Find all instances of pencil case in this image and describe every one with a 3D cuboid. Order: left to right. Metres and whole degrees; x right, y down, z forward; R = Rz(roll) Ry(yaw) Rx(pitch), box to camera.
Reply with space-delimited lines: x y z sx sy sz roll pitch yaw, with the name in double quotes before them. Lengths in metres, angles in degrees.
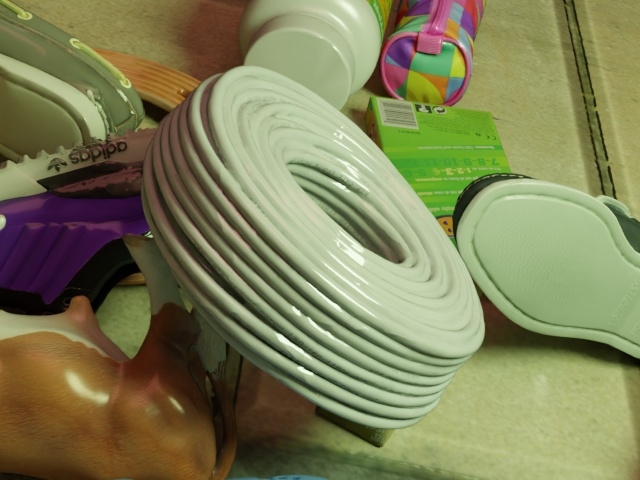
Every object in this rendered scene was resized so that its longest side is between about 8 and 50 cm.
"pencil case" 0.122 -0.229 1.384 0.104 0.104 0.236 15 37 0

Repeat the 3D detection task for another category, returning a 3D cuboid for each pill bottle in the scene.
"pill bottle" -0.004 -0.214 1.285 0.136 0.136 0.246 15 36 0

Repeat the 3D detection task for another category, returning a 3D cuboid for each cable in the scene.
"cable" 0.000 0.000 0.862 0.257 0.089 0.257 41 21 -8

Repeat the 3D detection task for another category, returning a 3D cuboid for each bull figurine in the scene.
"bull figurine" -0.198 0.074 0.825 0.310 0.188 0.101 13 -3 -16

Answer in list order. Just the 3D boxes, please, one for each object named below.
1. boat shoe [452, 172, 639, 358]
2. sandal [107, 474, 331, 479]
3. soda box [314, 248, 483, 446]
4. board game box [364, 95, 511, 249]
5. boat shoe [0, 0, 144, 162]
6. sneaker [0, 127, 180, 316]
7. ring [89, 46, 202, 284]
"boat shoe" 0.200 0.017 1.030 0.302 0.114 0.091 29 14 -38
"sandal" -0.104 0.185 0.720 0.317 0.138 0.126 -10 41 -33
"soda box" 0.066 0.072 0.993 0.058 0.061 0.181 26 37 13
"board game box" 0.116 -0.044 1.190 0.124 0.039 0.259 7 34 -11
"boat shoe" -0.285 -0.156 1.084 0.305 0.109 0.091 32 38 12
"sneaker" -0.222 0.027 0.913 0.293 0.102 0.146 -17 88 -8
"ring" -0.198 -0.067 1.109 0.336 0.032 0.336 10 35 -7
